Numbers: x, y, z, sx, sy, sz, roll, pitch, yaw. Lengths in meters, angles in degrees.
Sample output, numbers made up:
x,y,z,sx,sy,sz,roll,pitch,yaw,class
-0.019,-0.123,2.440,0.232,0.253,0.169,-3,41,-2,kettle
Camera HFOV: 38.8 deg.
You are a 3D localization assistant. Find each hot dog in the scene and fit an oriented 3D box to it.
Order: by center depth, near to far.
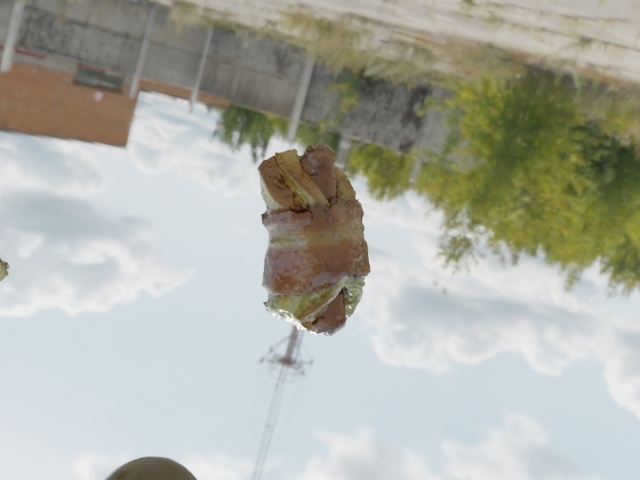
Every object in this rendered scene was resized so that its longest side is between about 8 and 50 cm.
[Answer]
x,y,z,sx,sy,sz,roll,pitch,yaw,class
0.000,0.000,1.001,0.103,0.213,0.146,4,-166,40,hot dog

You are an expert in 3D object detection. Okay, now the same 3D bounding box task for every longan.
x,y,z,sx,sy,sz,roll,pitch,yaw,class
-0.335,0.556,1.813,0.248,0.248,0.248,15,-170,-3,longan

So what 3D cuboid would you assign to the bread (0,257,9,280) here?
x,y,z,sx,sy,sz,roll,pitch,yaw,class
-0.806,0.003,1.968,0.239,0.111,0.246,50,163,-30,bread
